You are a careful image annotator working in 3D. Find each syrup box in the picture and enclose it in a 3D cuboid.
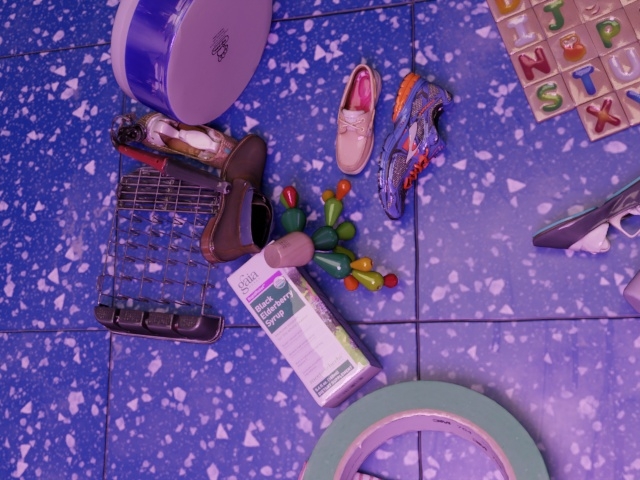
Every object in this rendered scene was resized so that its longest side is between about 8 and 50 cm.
[{"bbox_3d":[-0.023,0.121,1.252,0.093,0.096,0.237,-40,71,4],"label":"syrup box"}]

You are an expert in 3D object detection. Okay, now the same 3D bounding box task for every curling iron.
[{"bbox_3d":[-0.239,-0.129,1.335,0.274,0.035,0.068,31,126,33],"label":"curling iron"}]

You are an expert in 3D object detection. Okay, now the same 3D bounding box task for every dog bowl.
[{"bbox_3d":[-0.188,-0.311,1.300,0.104,0.265,0.264,29,89,19],"label":"dog bowl"}]

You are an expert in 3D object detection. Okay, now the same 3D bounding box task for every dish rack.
[{"bbox_3d":[-0.244,0.018,1.358,0.209,0.074,0.271,4,79,17],"label":"dish rack"}]

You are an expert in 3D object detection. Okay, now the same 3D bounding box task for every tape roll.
[{"bbox_3d":[0.137,0.344,1.118,0.322,0.077,0.321,-6,61,10],"label":"tape roll"}]

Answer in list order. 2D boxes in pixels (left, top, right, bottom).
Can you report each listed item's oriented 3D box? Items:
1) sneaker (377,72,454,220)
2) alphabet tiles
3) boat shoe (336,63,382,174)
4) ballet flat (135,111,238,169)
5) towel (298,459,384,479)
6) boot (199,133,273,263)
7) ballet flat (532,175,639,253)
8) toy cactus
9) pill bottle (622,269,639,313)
[{"bbox_3d":[0.138,-0.135,1.263,0.087,0.083,0.221,14,87,12],"label":"sneaker"},{"bbox_3d":[0.409,-0.325,1.249,0.285,0.011,0.342,-22,74,13],"label":"alphabet tiles"},{"bbox_3d":[0.051,-0.187,1.308,0.063,0.059,0.169,6,81,19],"label":"boat shoe"},{"bbox_3d":[-0.223,-0.171,1.388,0.206,0.067,0.073,16,84,20],"label":"ballet flat"},{"bbox_3d":[0.050,0.396,1.192,0.197,0.029,0.144,11,67,15],"label":"towel"},{"bbox_3d":[-0.099,-0.066,1.296,0.106,0.082,0.219,-3,63,43],"label":"boot"},{"bbox_3d":[0.389,-0.025,1.166,0.203,0.074,0.074,-29,72,8],"label":"ballet flat"},{"bbox_3d":[0.000,0.000,1.228,0.219,0.181,0.112,53,130,16],"label":"toy cactus"},{"bbox_3d":[0.549,-0.023,1.041,0.204,0.204,0.361,41,93,20],"label":"pill bottle"}]
